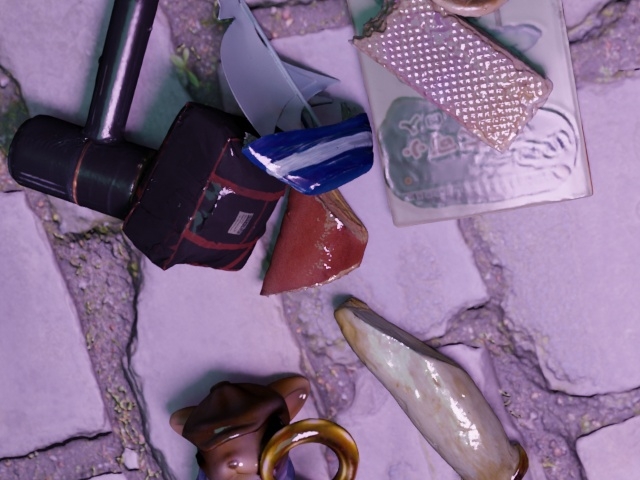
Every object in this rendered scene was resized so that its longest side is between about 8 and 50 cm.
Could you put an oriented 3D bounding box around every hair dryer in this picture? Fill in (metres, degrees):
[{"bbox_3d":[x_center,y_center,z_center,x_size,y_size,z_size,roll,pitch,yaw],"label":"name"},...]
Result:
[{"bbox_3d":[-0.282,-0.215,1.544,0.189,0.107,0.352,17,101,9],"label":"hair dryer"}]

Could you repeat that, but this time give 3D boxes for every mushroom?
[{"bbox_3d":[0.150,0.202,1.569,0.107,0.087,0.333,-36,94,20],"label":"mushroom"}]

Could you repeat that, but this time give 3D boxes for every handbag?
[{"bbox_3d":[-0.131,-0.064,1.504,0.155,0.169,0.215,42,115,26],"label":"handbag"}]

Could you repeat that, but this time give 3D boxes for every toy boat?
[{"bbox_3d":[-0.029,-0.182,1.466,0.070,0.210,0.292,-41,52,40],"label":"toy boat"}]

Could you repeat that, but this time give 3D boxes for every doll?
[{"bbox_3d":[-0.088,0.362,1.601,0.317,0.209,0.340,-5,103,11],"label":"doll"}]

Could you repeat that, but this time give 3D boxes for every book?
[{"bbox_3d":[0.179,-0.213,1.461,0.260,0.043,0.371,-9,103,15],"label":"book"}]

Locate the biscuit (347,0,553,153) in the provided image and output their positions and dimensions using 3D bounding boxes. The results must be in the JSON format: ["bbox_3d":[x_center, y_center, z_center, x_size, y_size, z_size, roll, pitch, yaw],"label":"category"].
[{"bbox_3d":[0.157,-0.215,1.414,0.239,0.062,0.108,37,106,-1],"label":"biscuit"}]

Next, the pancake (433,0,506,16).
[{"bbox_3d":[0.170,-0.328,1.379,0.139,0.022,0.140,0,80,-1],"label":"pancake"}]

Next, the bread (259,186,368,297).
[{"bbox_3d":[0.000,0.000,1.549,0.119,0.067,0.192,17,109,7],"label":"bread"}]
